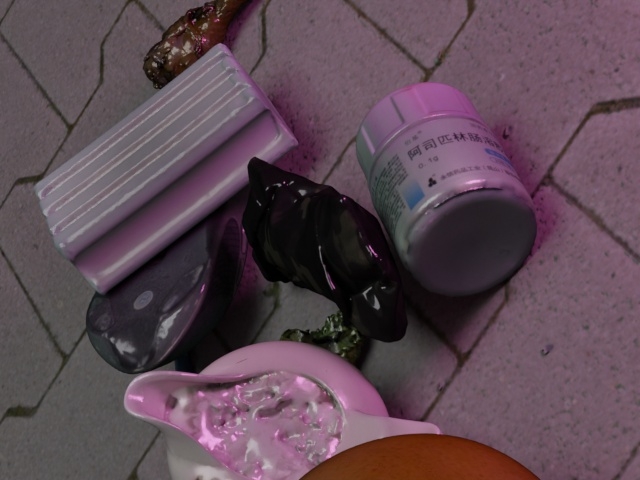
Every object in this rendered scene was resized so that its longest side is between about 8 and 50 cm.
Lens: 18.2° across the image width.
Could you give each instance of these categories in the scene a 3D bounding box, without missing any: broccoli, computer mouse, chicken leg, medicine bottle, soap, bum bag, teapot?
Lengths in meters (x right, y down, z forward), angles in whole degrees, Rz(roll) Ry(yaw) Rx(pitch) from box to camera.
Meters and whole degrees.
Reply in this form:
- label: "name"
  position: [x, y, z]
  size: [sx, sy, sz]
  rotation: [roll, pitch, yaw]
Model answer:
- label: "broccoli"
  position: [-0.005, 0.116, 1.922]
  size: [0.097, 0.092, 0.095]
  rotation: [-18, 49, 13]
- label: "computer mouse"
  position: [-0.138, 0.003, 2.164]
  size: [0.167, 0.090, 0.379]
  rotation: [-13, 43, 32]
- label: "chicken leg"
  position: [-0.129, -0.248, 2.319]
  size: [0.198, 0.069, 0.085]
  rotation: [-46, 16, 14]
- label: "medicine bottle"
  position: [0.112, -0.050, 1.835]
  size: [0.135, 0.135, 0.168]
  rotation: [-49, 38, 21]
- label: "soap"
  position: [-0.168, -0.078, 2.132]
  size: [0.265, 0.087, 0.160]
  rotation: [-38, 33, 3]
- label: "bum bag"
  position: [0.000, 0.000, 1.908]
  size: [0.340, 0.095, 0.144]
  rotation: [27, 136, 69]
- label: "teapot"
  position: [-0.026, 0.182, 1.802]
  size: [0.139, 0.298, 0.204]
  rotation: [86, -171, -58]

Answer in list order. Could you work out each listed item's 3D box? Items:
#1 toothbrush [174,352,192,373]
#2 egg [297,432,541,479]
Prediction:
- label: "toothbrush"
  position: [-0.159, 0.088, 2.189]
  size: [0.025, 0.019, 0.276]
  rotation: [-45, 40, 34]
- label: "egg"
  position: [0.071, 0.281, 1.595]
  size: [0.322, 0.250, 0.250]
  rotation: [-17, 57, 54]
